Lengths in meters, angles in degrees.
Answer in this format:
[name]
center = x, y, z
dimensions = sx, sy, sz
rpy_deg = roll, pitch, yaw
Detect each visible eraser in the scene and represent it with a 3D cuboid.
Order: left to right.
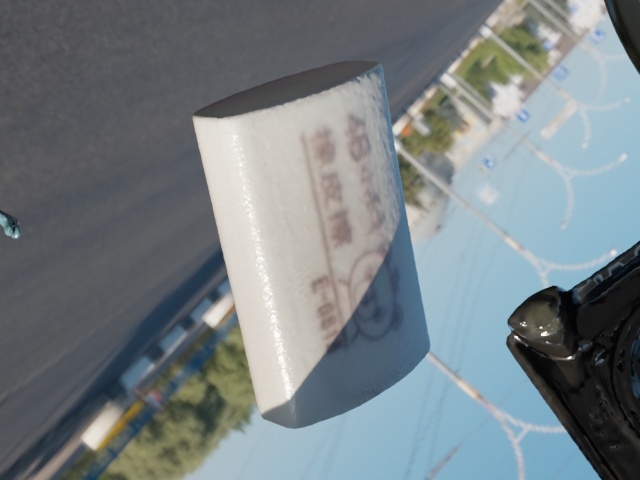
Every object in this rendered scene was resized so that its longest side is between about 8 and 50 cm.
[eraser]
center = 0.000, 0.000, 0.955
dimensions = 0.174, 0.270, 0.095
rpy_deg = -26, -158, -38

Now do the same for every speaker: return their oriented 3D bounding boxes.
[speaker]
center = 0.268, 0.082, 0.707
dimensions = 0.232, 0.184, 0.254
rpy_deg = -38, 152, 9

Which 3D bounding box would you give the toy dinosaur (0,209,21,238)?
[toy dinosaur]
center = -0.322, -0.052, 0.913
dimensions = 0.080, 0.197, 0.045
rpy_deg = -25, 144, -61

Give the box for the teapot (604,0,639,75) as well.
[teapot]
center = 0.404, -0.250, 1.160
dimensions = 0.175, 0.185, 0.268
rpy_deg = -30, 170, 5
